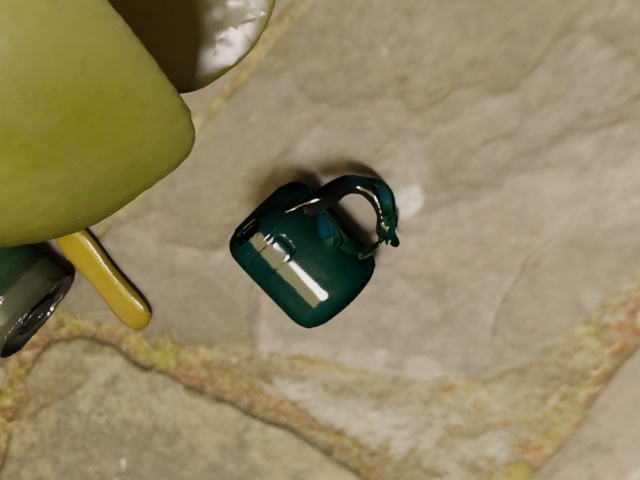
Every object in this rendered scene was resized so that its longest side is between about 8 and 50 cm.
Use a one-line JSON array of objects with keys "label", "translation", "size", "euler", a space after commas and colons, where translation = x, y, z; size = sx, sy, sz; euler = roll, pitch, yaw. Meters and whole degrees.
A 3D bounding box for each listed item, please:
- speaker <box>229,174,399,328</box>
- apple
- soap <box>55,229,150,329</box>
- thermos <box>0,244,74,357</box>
[{"label": "speaker", "translation": [-0.001, 0.002, 0.990], "size": [0.075, 0.060, 0.094], "euler": [45, 141, -4]}, {"label": "apple", "translation": [-0.160, -0.137, 0.827], "size": [0.292, 0.292, 0.254], "euler": [-14, 129, 46]}, {"label": "soap", "translation": [-0.143, 0.023, 1.168], "size": [0.089, 0.012, 0.034], "euler": [52, 140, -10]}, {"label": "thermos", "translation": [-0.262, -0.005, 1.192], "size": [0.187, 0.083, 0.073], "euler": [40, 163, 7]}]
